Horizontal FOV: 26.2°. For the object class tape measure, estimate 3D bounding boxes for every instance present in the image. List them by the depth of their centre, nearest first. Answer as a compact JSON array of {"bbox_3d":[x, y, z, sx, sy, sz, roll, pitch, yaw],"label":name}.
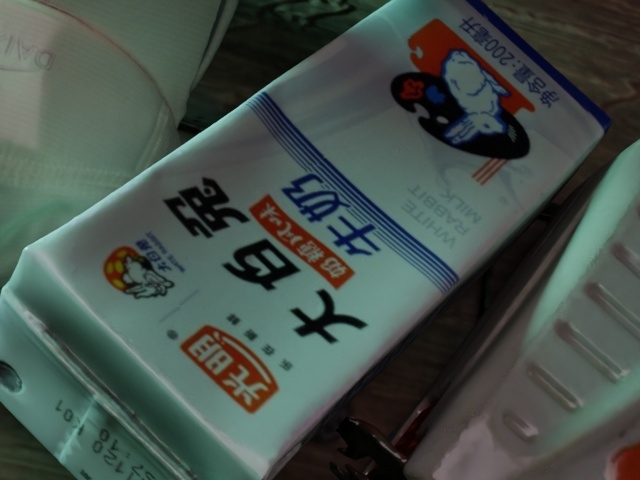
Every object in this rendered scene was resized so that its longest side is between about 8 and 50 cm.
[{"bbox_3d":[0.171,0.091,0.672,0.265,0.130,0.258,41,62,-1],"label":"tape measure"}]

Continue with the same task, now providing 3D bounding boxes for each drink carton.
[{"bbox_3d":[0.000,0.000,0.637,0.130,0.107,0.315,42,47,7],"label":"drink carton"}]

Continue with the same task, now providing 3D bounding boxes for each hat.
[{"bbox_3d":[-0.140,-0.084,0.619,0.219,0.226,0.164,19,44,-7],"label":"hat"}]
